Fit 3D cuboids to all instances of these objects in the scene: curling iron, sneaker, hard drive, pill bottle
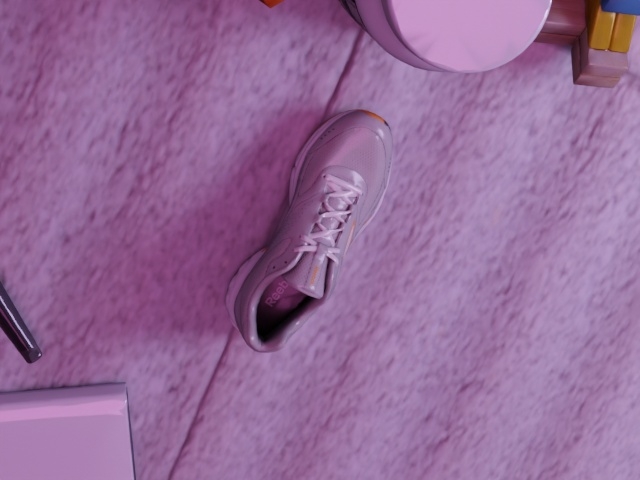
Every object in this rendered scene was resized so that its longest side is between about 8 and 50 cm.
[{"bbox_3d":[-0.360,0.011,1.296,0.068,0.035,0.274,-35,108,8],"label":"curling iron"},{"bbox_3d":[0.000,0.000,1.294,0.099,0.121,0.262,25,103,-15],"label":"sneaker"},{"bbox_3d":[-0.366,0.272,1.371,0.353,0.047,0.233,-4,108,-6],"label":"hard drive"},{"bbox_3d":[0.099,-0.232,1.152,0.162,0.278,0.162,-2,108,-6],"label":"pill bottle"}]

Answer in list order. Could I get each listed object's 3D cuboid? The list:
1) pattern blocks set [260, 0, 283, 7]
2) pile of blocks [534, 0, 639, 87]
[{"bbox_3d":[0.010,-0.303,1.108,0.026,0.325,0.285,45,68,-37],"label":"pattern blocks set"},{"bbox_3d":[0.255,-0.316,1.215,0.113,0.149,0.362,4,107,-9],"label":"pile of blocks"}]
